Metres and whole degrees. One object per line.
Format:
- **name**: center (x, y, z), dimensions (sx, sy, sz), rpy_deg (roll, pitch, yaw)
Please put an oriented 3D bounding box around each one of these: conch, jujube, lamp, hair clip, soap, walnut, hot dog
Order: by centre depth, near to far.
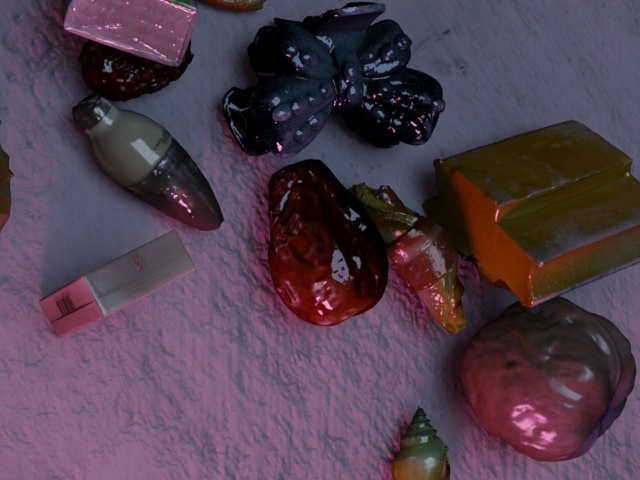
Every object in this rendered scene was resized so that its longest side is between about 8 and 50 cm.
- **lamp**: center (-0.225, -0.099, 1.737), dimensions (0.250, 0.101, 0.101), rpy_deg (44, 65, -22)
- **jujube**: center (-0.247, -0.235, 1.751), dimensions (0.166, 0.104, 0.104), rpy_deg (-8, 86, -42)
- **jujube**: center (0.000, 0.000, 1.812), dimensions (0.168, 0.168, 0.236), rpy_deg (-15, 83, -29)
- **hair clip**: center (0.016, -0.226, 1.852), dimensions (0.310, 0.194, 0.206), rpy_deg (-6, 97, -31)
- **conch**: center (0.147, 0.341, 1.882), dimensions (0.095, 0.079, 0.200), rpy_deg (-10, 104, -42)
- **hot dog**: center (0.145, 0.013, 1.902), dimensions (0.093, 0.123, 0.261), rpy_deg (-36, 100, -3)
- **walnut**: center (0.329, 0.196, 1.911), dimensions (0.248, 0.248, 0.248), rpy_deg (5, 80, -28)
- **soap**: center (0.338, -0.045, 1.950), dimensions (0.281, 0.143, 0.259), rpy_deg (-19, 50, -32)

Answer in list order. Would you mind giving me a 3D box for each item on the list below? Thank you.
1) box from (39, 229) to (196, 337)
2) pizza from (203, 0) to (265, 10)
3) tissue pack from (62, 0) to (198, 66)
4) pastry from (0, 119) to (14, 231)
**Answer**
- **box**: center (-0.257, 0.056, 1.637), dimensions (0.141, 0.201, 0.058), rpy_deg (-28, 92, -30)
- **pizza**: center (-0.157, -0.419, 1.859), dimensions (0.185, 0.036, 0.176), rpy_deg (11, 75, -25)
- **tissue pack**: center (-0.240, -0.352, 1.676), dimensions (0.159, 0.145, 0.229), rpy_deg (16, 31, -22)
- **pastry**: center (-0.491, -0.057, 1.574), dimensions (0.236, 0.121, 0.257), rpy_deg (31, 70, -21)
